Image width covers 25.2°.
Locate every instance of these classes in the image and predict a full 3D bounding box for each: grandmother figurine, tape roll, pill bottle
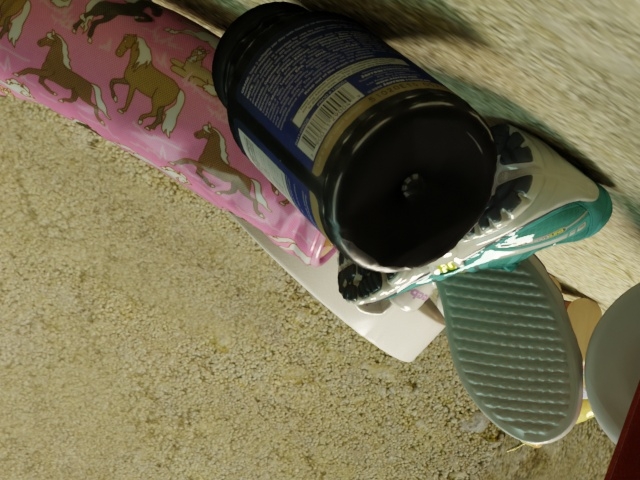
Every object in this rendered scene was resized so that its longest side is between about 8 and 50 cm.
[{"bbox_3d":[0.225,0.083,1.811,0.208,0.104,0.342,39,172,-9],"label":"grandmother figurine"},{"bbox_3d":[0.000,0.000,1.826,0.392,0.072,0.392,43,-174,-6],"label":"tape roll"},{"bbox_3d":[0.011,-0.080,0.953,0.123,0.123,0.219,33,-171,-39],"label":"pill bottle"},{"bbox_3d":[0.331,0.137,1.213,0.161,0.161,0.283,28,176,29],"label":"pill bottle"}]

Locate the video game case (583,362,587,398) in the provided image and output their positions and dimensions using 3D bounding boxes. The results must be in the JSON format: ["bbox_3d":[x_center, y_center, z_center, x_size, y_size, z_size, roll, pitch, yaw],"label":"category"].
[{"bbox_3d":[0.364,0.177,1.993,0.212,0.023,0.193,-6,150,46],"label":"video game case"}]

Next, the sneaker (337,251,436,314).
[{"bbox_3d":[0.045,-0.009,1.536,0.114,0.152,0.305,29,178,-26],"label":"sneaker"}]

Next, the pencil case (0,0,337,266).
[{"bbox_3d":[-0.117,-0.121,1.279,0.386,0.160,0.167,29,-142,12],"label":"pencil case"}]

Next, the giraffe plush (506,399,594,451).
[{"bbox_3d":[0.359,0.229,2.387,0.170,0.210,0.181,59,177,-4],"label":"giraffe plush"}]

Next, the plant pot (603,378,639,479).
[{"bbox_3d":[0.371,0.179,0.950,0.235,0.267,0.267,17,-177,-30],"label":"plant pot"}]

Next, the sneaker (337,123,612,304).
[{"bbox_3d":[0.107,-0.001,1.111,0.110,0.107,0.275,20,158,-30],"label":"sneaker"}]

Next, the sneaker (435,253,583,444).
[{"bbox_3d":[0.165,0.047,1.234,0.161,0.102,0.282,27,-142,-60],"label":"sneaker"}]
